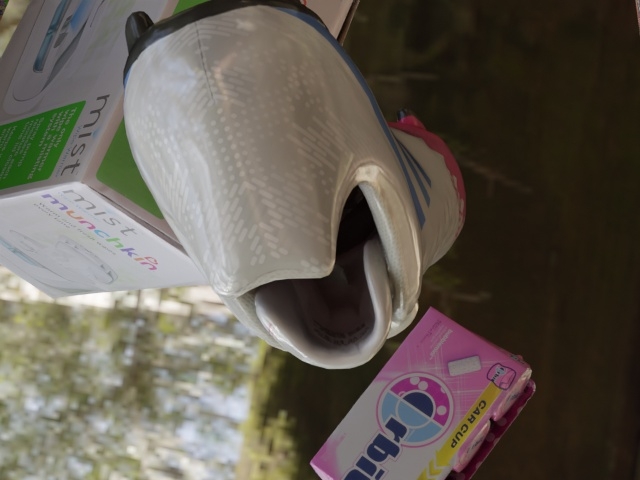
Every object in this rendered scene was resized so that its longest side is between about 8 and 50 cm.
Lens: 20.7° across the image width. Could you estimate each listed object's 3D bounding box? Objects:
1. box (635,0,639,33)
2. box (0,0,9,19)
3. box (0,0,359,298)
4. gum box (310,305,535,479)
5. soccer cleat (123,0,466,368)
[{"bbox_3d":[0.227,-0.078,0.956,0.027,0.093,0.137,177,85,-78],"label":"box"},{"bbox_3d":[-0.410,-0.174,1.270,0.290,0.177,0.279,47,-142,-33],"label":"box"},{"bbox_3d":[-0.108,-0.105,1.141,0.126,0.231,0.262,35,-112,-28],"label":"box"},{"bbox_3d":[0.094,0.159,1.534,0.188,0.107,0.062,-52,-26,-12],"label":"gum box"},{"bbox_3d":[0.000,0.000,0.784,0.331,0.116,0.143,36,-145,-69],"label":"soccer cleat"}]
